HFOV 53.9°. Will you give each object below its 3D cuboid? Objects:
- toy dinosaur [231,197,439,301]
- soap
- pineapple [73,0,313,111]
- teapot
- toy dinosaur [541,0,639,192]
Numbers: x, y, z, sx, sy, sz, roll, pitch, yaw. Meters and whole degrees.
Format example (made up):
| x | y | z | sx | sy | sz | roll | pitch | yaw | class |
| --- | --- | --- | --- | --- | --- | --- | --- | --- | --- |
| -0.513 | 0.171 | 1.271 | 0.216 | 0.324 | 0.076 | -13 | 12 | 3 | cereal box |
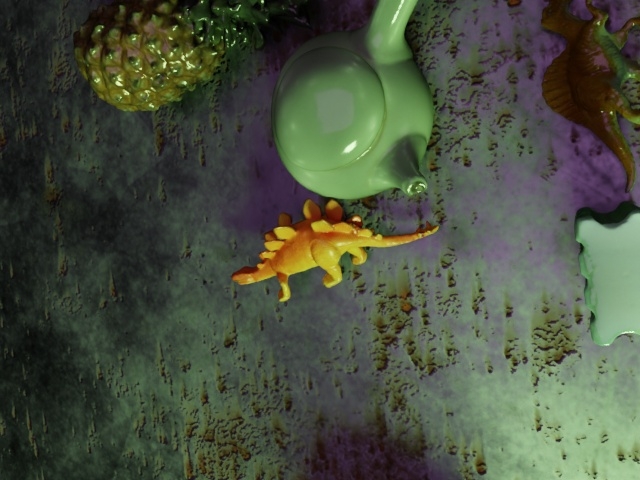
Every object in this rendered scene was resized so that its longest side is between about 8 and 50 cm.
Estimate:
| x | y | z | sx | sy | sz | roll | pitch | yaw | class |
| --- | --- | --- | --- | --- | --- | --- | --- | --- | --- |
| 0.000 | 0.000 | 0.810 | 0.289 | 0.070 | 0.117 | -18 | 126 | 22 | toy dinosaur |
| 0.298 | 0.025 | 0.637 | 0.067 | 0.198 | 0.118 | -8 | 93 | 23 | soap |
| -0.149 | -0.285 | 0.808 | 0.341 | 0.169 | 0.169 | -19 | 89 | 25 | pineapple |
| 0.039 | -0.205 | 0.747 | 0.220 | 0.149 | 0.317 | 7 | 100 | 21 | teapot |
| 0.298 | -0.169 | 0.695 | 0.142 | 0.057 | 0.211 | 17 | 101 | 32 | toy dinosaur |
